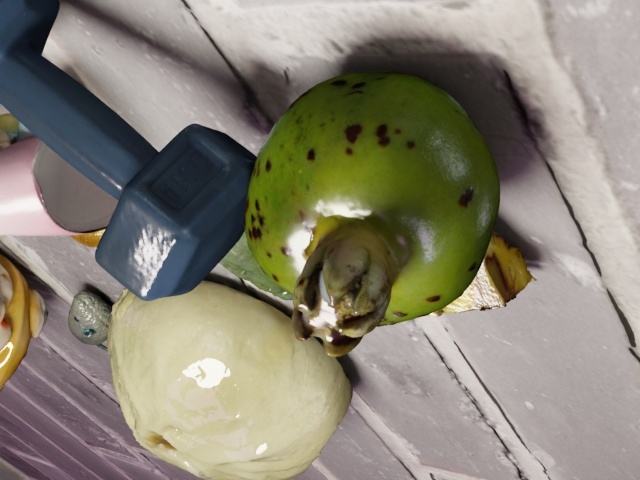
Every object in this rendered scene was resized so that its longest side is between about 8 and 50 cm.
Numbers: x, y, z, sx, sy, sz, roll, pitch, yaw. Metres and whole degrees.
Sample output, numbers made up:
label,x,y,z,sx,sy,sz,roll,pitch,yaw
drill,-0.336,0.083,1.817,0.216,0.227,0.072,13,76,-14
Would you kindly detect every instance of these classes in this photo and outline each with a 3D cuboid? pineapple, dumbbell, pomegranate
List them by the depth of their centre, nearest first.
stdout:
label,x,y,z,sx,sy,sz,roll,pitch,yaw
pomegranate,0.032,-0.013,0.748,0.202,0.248,0.202,10,127,13
dumbbell,-0.199,-0.094,0.847,0.316,0.143,0.156,39,127,6
pineapple,0.129,0.016,0.878,0.077,0.114,0.114,-116,10,-69

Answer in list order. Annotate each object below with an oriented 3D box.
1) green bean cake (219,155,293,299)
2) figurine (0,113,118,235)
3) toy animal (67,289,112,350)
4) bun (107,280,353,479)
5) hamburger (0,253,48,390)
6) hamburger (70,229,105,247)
label,x,y,z,sx,sy,sz,roll,pitch,yaw
green bean cake,0.000,0.000,0.978,0.185,0.094,0.183,28,154,-11
figurine,-0.362,-0.071,1.073,0.315,0.284,0.206,-8,133,14
toy animal,-0.343,0.146,1.622,0.079,0.070,0.253,36,162,22
bun,-0.140,0.205,1.368,0.364,0.202,0.364,24,153,13
hamburger,-0.562,0.128,1.591,0.276,0.277,0.236,11,171,32
hamburger,-0.283,-0.021,1.269,0.076,0.044,0.083,41,155,-23
